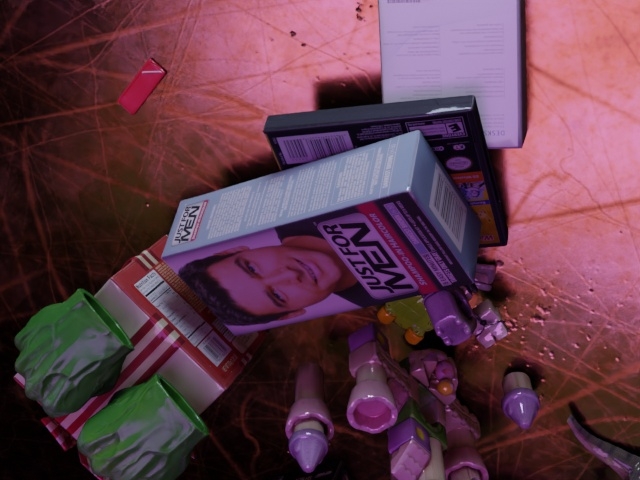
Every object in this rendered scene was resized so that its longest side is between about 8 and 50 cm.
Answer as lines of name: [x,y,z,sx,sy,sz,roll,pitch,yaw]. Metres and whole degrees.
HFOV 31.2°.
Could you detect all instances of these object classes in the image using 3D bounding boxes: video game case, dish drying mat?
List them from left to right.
dish drying mat: [-0.255,-0.218,1.629,0.032,0.008,0.083,41,113,-3]
video game case: [0.091,-0.077,1.507,0.274,0.035,0.248,-4,136,19]

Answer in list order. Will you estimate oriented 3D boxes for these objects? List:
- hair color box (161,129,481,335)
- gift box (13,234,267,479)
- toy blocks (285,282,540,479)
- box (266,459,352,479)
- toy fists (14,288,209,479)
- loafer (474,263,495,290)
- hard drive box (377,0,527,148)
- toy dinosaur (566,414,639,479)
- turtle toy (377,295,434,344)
hair color box: [0.000,0.000,1.505,0.374,0.114,0.185,-14,133,30]
gift box: [-0.249,0.192,1.640,0.258,0.255,0.276,-43,88,21]
toy blocks: [0.144,0.262,1.520,0.309,0.260,0.288,-35,118,21]
box: [-0.003,0.447,1.760,0.147,0.077,0.180,-20,102,20]
toy fists: [-0.278,0.201,1.480,0.142,0.096,0.279,-41,91,0]
loafer: [0.182,0.034,1.592,0.125,0.045,0.039,18,95,1]
hard drive box: [0.171,-0.238,1.469,0.181,0.089,0.232,1,109,14]
toy dinosaur: [0.451,0.353,1.622,0.268,0.064,0.118,25,98,5]
turtle toy: [0.124,0.077,1.602,0.130,0.066,0.095,37,118,-6]
